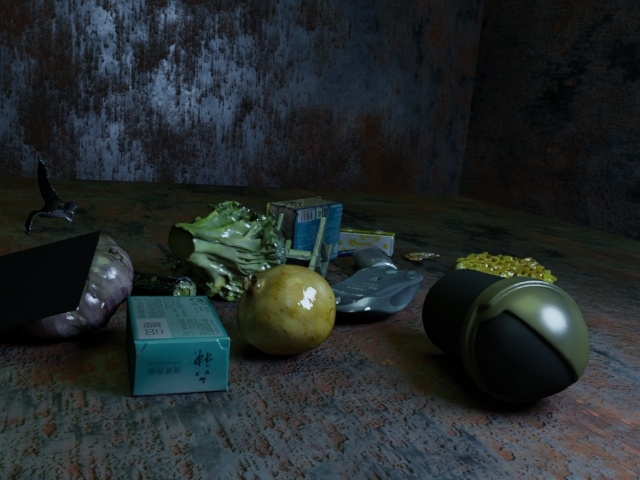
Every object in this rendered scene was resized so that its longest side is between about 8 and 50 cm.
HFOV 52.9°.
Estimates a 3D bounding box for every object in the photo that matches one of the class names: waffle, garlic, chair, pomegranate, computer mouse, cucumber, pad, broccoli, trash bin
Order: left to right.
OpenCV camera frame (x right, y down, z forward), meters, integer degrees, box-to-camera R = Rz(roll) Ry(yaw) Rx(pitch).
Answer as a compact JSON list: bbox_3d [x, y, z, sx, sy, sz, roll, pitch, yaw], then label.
[{"bbox_3d":[-0.536,0.081,1.125,0.299,0.005,0.202,-14,41,8],"label":"pad"},{"bbox_3d":[-0.459,0.098,1.202,0.244,0.161,0.245,-10,32,6],"label":"garlic"},{"bbox_3d":[-0.405,0.100,1.467,0.245,0.067,0.067,7,11,19],"label":"cucumber"},{"bbox_3d":[-0.235,0.029,1.469,0.288,0.248,0.245,-40,-20,32],"label":"broccoli"},{"bbox_3d":[-0.068,0.123,1.184,0.196,0.196,0.196,5,11,-1],"label":"pomegranate"},{"bbox_3d":[-0.063,0.076,1.635,0.136,0.147,0.271,5,54,11],"label":"chair"},{"bbox_3d":[0.093,0.137,1.450,0.167,0.090,0.379,8,16,44],"label":"computer mouse"},{"bbox_3d":[0.318,0.159,1.121,0.214,0.214,0.334,2,6,-17],"label":"trash bin"},{"bbox_3d":[0.570,0.091,1.977,0.307,0.060,0.311,12,14,27],"label":"waffle"}]

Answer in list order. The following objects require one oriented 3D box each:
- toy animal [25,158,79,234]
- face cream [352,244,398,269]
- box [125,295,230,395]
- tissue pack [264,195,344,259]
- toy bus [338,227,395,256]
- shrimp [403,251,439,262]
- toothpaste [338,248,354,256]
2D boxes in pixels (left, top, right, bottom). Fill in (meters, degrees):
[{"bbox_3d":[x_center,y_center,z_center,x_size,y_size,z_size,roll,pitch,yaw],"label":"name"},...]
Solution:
[{"bbox_3d":[-0.883,-0.087,2.093,0.160,0.197,0.273,18,51,-19],"label":"toy animal"},{"bbox_3d":[0.160,0.068,1.855,0.107,0.073,0.269,9,11,-7],"label":"face cream"},{"bbox_3d":[-0.249,0.170,1.096,0.153,0.092,0.245,1,11,-18],"label":"box"},{"bbox_3d":[-0.054,-0.024,1.917,0.133,0.193,0.270,13,13,30],"label":"tissue pack"},{"bbox_3d":[0.137,0.001,2.165,0.226,0.081,0.074,6,12,6],"label":"toy bus"},{"bbox_3d":[0.340,0.055,2.132,0.127,0.025,0.091,-1,12,-10],"label":"shrimp"},{"bbox_3d":[0.068,0.042,2.088,0.139,0.021,0.037,-4,15,-32],"label":"toothpaste"}]
